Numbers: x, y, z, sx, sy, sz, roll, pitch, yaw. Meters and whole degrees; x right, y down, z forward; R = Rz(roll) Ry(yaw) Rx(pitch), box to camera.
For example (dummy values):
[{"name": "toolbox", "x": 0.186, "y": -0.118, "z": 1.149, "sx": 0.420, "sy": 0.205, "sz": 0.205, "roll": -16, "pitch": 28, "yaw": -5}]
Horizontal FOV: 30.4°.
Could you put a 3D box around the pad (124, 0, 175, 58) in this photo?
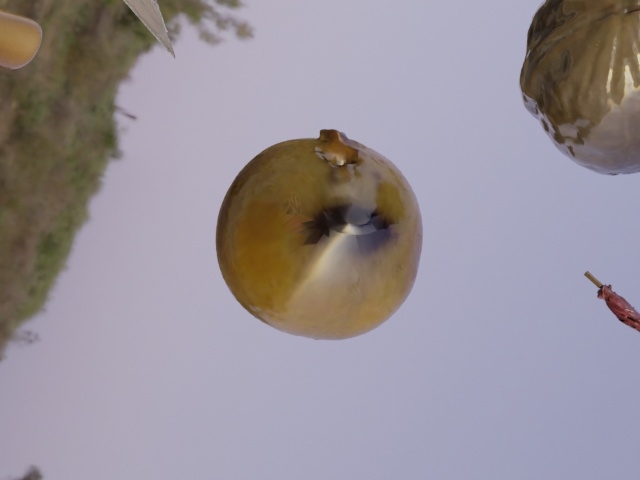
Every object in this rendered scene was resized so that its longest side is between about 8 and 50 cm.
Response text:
[{"name": "pad", "x": -0.218, "y": -0.291, "z": 1.276, "sx": 0.004, "sy": 0.156, "sz": 0.232, "roll": -40, "pitch": 171, "yaw": -8}]

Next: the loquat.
[{"name": "loquat", "x": 0.000, "y": 0.000, "z": 0.844, "sx": 0.137, "sy": 0.163, "sz": 0.163, "roll": 44, "pitch": -65, "yaw": 47}]

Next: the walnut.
[{"name": "walnut", "x": 0.202, "y": -0.118, "z": 0.796, "sx": 0.162, "sy": 0.140, "sz": 0.140, "roll": 100, "pitch": 0, "yaw": -66}]

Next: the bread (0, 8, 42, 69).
[{"name": "bread", "x": -0.449, "y": -0.263, "z": 1.451, "sx": 0.092, "sy": 0.239, "sz": 0.074, "roll": 0, "pitch": -95, "yaw": 34}]

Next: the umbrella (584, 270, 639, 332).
[{"name": "umbrella", "x": 0.370, "y": 0.096, "z": 1.379, "sx": 0.025, "sy": 0.165, "sz": 0.027, "roll": -45, "pitch": 165, "yaw": -6}]
